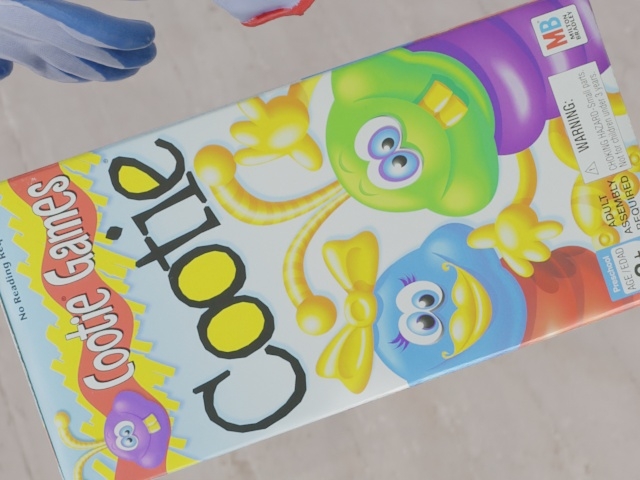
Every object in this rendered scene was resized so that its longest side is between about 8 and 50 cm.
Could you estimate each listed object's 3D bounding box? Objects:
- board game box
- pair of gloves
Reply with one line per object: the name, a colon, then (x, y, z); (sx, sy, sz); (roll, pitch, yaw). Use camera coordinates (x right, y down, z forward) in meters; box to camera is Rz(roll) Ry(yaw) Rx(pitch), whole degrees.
board game box: (0.000, 0.000, 0.711); (0.275, 0.144, 0.142); (-20, 91, -3)
pair of gloves: (-0.108, -0.103, 0.676); (0.159, 0.198, 0.023); (10, 72, -46)
